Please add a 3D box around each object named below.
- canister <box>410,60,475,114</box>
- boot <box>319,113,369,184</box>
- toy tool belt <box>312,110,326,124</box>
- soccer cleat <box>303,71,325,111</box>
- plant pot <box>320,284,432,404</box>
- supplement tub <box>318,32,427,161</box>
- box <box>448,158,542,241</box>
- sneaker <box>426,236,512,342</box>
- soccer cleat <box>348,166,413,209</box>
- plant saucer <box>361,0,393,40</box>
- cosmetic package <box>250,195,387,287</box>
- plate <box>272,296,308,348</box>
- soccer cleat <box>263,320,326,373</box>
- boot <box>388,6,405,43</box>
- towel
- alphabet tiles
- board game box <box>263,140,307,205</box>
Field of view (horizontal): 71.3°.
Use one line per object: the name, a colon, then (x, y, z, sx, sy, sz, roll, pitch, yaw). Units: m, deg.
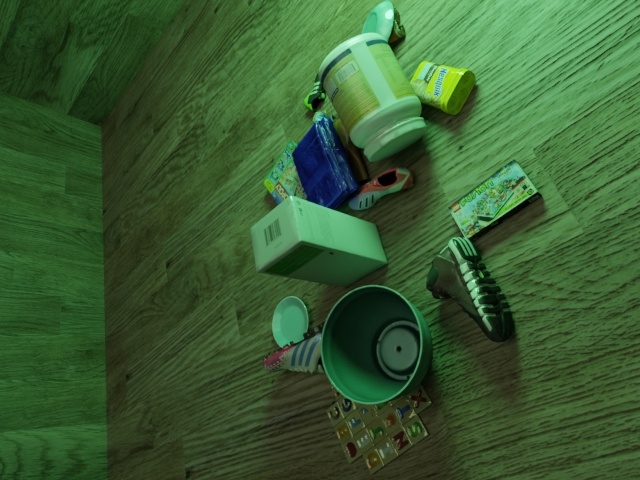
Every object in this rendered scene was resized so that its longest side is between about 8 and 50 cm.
canister: (0.349, -0.453, 1.316, 0.170, 0.073, 0.126, 39, 107, 45)
boot: (0.114, -0.328, 1.501, 0.264, 0.096, 0.280, -22, 68, 30)
toy tool belt: (-0.001, -0.443, 1.671, 0.051, 0.052, 0.083, 1, 80, 53)
soccer cleat: (0.000, -0.579, 1.709, 0.072, 0.060, 0.178, 46, 118, 31)
plant pot: (0.176, 0.282, 1.185, 0.293, 0.196, 0.292, -15, 64, 34)
supplement tub: (0.158, -0.418, 1.330, 0.228, 0.228, 0.316, -31, 83, 35)
box: (0.443, -0.100, 1.152, 0.207, 0.036, 0.114, -41, 53, 30)
sneaker: (0.364, 0.144, 1.137, 0.162, 0.107, 0.281, -47, 48, 44)
soccer cleat: (0.172, -0.164, 1.393, 0.248, 0.095, 0.082, -21, 65, 39)
plant saucer: (0.182, -0.721, 1.527, 0.195, 0.038, 0.194, -175, 90, -67)
cosmetic package: (0.001, 0.015, 1.319, 0.197, 0.366, 0.155, -36, 54, 35)
plate: (-0.103, 0.294, 1.589, 0.188, 0.024, 0.188, -14, 69, 42)
soccer cleat: (-0.059, 0.387, 1.450, 0.331, 0.116, 0.143, -36, 78, 32)
boot: (0.230, -0.741, 1.524, 0.085, 0.059, 0.157, -29, 61, 42)
towel: (0.000, -0.236, 1.505, 0.228, 0.076, 0.308, -40, 58, 40)
alphabet tiles: (0.156, 0.483, 1.292, 0.342, 0.011, 0.285, -48, 51, 24)
board game box: (-0.088, -0.211, 1.697, 0.213, 0.046, 0.317, -54, 48, 19)
